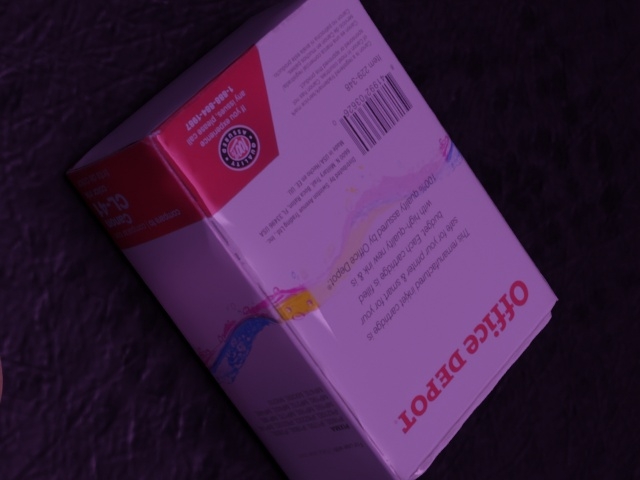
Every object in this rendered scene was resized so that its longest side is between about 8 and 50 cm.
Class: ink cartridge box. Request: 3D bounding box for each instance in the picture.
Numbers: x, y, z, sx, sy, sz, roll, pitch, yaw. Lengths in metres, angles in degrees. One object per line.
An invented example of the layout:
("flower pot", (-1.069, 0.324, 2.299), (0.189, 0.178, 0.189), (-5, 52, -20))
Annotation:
("ink cartridge box", (0.000, 0.000, 1.371), (0.226, 0.131, 0.306), (-44, 108, -36))

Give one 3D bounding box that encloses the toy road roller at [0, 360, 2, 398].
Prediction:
("toy road roller", (-0.342, 0.155, 1.030), (0.240, 0.202, 0.329), (28, 65, -23))
